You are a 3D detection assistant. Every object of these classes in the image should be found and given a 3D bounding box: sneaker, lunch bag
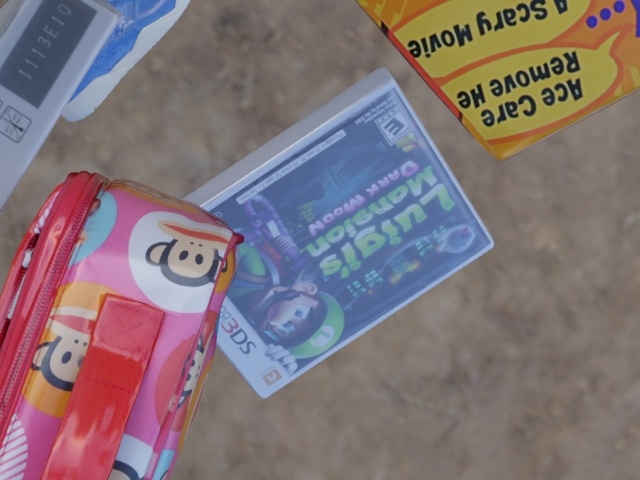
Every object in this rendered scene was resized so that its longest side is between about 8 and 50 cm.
[{"bbox_3d":[-0.158,-0.167,1.406,0.152,0.058,0.084,-49,118,-6],"label":"sneaker"},{"bbox_3d":[-0.130,0.112,1.012,0.258,0.120,0.293,-169,-80,-85],"label":"lunch bag"}]

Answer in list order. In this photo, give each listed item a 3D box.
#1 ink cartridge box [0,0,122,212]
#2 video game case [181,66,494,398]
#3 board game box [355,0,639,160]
[{"bbox_3d":[-0.240,-0.019,1.199,0.060,0.239,0.275,34,71,-16],"label":"ink cartridge box"},{"bbox_3d":[0.000,0.000,1.269,0.190,0.022,0.173,-34,133,2],"label":"video game case"},{"bbox_3d":[0.141,-0.325,0.785,0.356,0.356,0.356,48,41,-16],"label":"board game box"}]
